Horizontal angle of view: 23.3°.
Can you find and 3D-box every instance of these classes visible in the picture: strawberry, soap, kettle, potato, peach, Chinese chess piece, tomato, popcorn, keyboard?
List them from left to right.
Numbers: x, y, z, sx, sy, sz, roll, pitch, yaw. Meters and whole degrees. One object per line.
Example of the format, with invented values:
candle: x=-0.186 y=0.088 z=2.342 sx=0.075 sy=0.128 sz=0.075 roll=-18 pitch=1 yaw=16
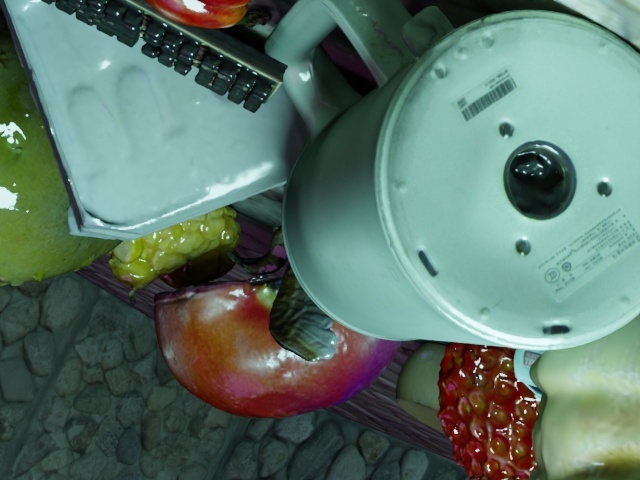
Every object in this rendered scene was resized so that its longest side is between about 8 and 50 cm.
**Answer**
potato: x=-0.312 y=-0.071 z=1.665 sx=0.219 sy=0.269 sz=0.359 roll=13 pitch=170 yaw=23
keyboard: x=-0.173 y=-0.178 z=1.110 sx=0.317 sy=0.027 sz=0.106 roll=28 pitch=169 yaw=-5
popcorn: x=-0.191 y=-0.018 z=2.002 sx=0.194 sy=0.163 sz=0.140 roll=-6 pitch=-143 yaw=-42
peach: x=-0.084 y=-0.190 z=1.009 sx=0.101 sy=0.100 sz=0.101 roll=25 pitch=170 yaw=5
soap: x=-0.108 y=-0.155 z=1.320 sx=0.159 sy=0.302 sz=0.257 roll=160 pitch=90 yaw=-84
tomato: x=-0.035 y=0.132 z=1.952 sx=0.335 sy=0.176 sz=0.289 roll=-8 pitch=175 yaw=4
kettle: x=0.073 y=-0.042 z=1.068 sx=0.265 sy=0.205 sz=0.318 roll=25 pitch=173 yaw=-9
Chinese chess piece: x=0.243 y=0.250 z=2.356 sx=0.273 sy=0.102 sz=0.273 roll=24 pitch=168 yaw=5
strawberry: x=0.239 y=0.173 z=1.909 sx=0.234 sy=0.234 sz=0.178 roll=7 pitch=128 yaw=60

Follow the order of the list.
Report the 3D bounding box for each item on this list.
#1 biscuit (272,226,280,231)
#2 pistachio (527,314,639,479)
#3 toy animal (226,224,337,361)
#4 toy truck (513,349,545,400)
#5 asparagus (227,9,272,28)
biscuit: x=0.131 y=0.042 z=1.730 sx=0.379 sy=0.054 sz=0.094 roll=21 pitch=170 yaw=23
pistachio: x=0.344 y=0.142 z=1.009 sx=0.446 sy=0.281 sz=0.365 roll=6 pitch=-172 yaw=28
toy animal: x=-0.005 y=-0.015 z=1.532 sx=0.197 sy=0.160 sz=0.272 roll=12 pitch=-159 yaw=30
toy truck: x=0.215 y=0.048 z=1.221 sx=0.115 sy=0.177 sz=0.080 roll=35 pitch=166 yaw=-33
asparagus: x=-0.080 y=-0.179 z=1.268 sx=0.013 sy=0.016 sz=0.166 roll=47 pitch=163 yaw=-24
